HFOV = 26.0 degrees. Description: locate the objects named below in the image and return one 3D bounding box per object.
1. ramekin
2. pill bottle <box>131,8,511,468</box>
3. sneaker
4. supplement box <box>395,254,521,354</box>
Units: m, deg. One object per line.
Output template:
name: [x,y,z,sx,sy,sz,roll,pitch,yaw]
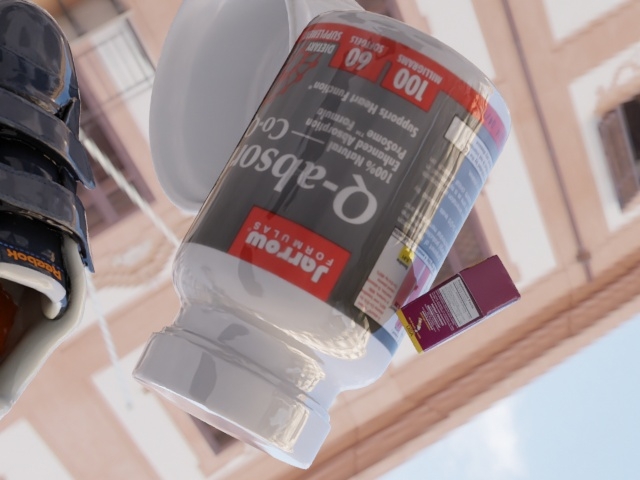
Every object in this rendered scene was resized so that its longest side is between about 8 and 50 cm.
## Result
ramekin: [-0.055,-0.153,1.458,0.277,0.135,0.277,-19,-114,50]
pill bottle: [0.000,0.000,1.208,0.210,0.210,0.363,18,-106,39]
sneaker: [-0.205,-0.019,0.901,0.127,0.126,0.321,-10,-116,46]
supplement box: [0.111,0.052,1.120,0.055,0.043,0.083,-21,170,-44]
